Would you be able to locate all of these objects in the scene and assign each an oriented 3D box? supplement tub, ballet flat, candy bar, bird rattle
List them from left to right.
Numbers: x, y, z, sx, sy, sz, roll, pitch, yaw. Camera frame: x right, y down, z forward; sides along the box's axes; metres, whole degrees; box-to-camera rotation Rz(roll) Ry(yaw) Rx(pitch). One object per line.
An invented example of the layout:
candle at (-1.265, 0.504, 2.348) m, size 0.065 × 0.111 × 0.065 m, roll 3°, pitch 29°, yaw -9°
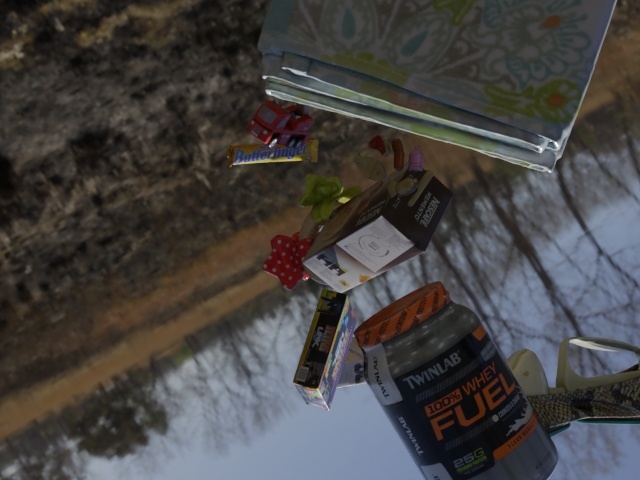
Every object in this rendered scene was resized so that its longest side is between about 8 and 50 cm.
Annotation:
candy bar at (-0.082, -0.149, 1.655) m, size 0.161 × 0.040 × 0.018 m, roll -5°, pitch -158°, yaw -14°
bird rattle at (0.000, 0.000, 1.908) m, size 0.143 × 0.207 × 0.253 m, roll 20°, pitch 106°, yaw -47°
supplement tub at (0.192, 0.231, 1.420) m, size 0.194 × 0.316 × 0.193 m, roll -32°, pitch -179°, yaw 1°
ballet flat at (0.427, 0.263, 1.694) m, size 0.483 × 0.182 × 0.164 m, roll -7°, pitch 175°, yaw -16°

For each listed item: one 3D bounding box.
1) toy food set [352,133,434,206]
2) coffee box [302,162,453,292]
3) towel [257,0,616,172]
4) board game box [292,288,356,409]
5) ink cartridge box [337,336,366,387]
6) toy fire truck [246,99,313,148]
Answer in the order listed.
toy food set at (0.103, -0.101, 1.309) m, size 0.019 × 0.122 × 0.078 m, roll 9°, pitch 120°, yaw -51°
coffee box at (0.094, -0.019, 1.655) m, size 0.246 × 0.098 × 0.141 m, roll -31°, pitch -156°, yaw 53°
towel at (0.138, -0.278, 0.960) m, size 0.090 × 0.321 × 0.374 m, roll 51°, pitch 59°, yaw -74°
board game box at (0.010, 0.187, 1.648) m, size 0.141 × 0.048 × 0.170 m, roll 67°, pitch 38°, yaw -64°
ink cartridge box at (0.072, 0.253, 2.052) m, size 0.181 × 0.061 × 0.104 m, roll -5°, pitch -156°, yaw -26°
toy fire truck at (-0.031, -0.218, 1.585) m, size 0.135 × 0.047 × 0.192 m, roll -58°, pitch 159°, yaw 17°
